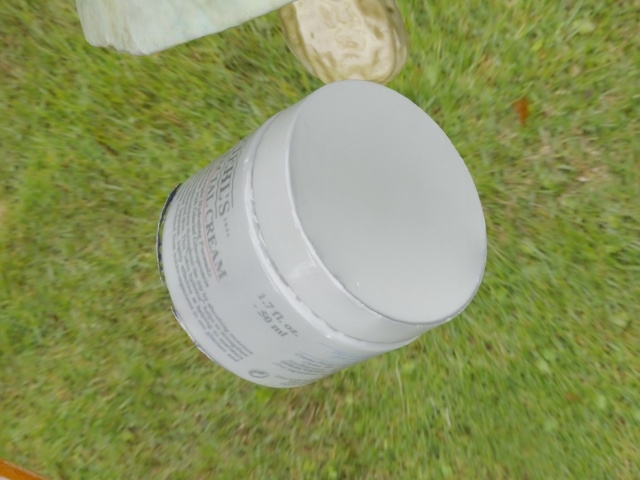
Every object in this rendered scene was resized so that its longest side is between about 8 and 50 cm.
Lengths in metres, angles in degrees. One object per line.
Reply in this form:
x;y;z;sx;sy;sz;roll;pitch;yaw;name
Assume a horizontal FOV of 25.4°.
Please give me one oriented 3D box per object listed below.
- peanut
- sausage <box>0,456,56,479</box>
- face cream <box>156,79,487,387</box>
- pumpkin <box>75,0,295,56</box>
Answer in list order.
0.002;-0.300;1.554;0.143;0.159;0.291;-22;80;-29;peanut
-0.222;0.145;0.773;0.312;0.093;0.093;27;94;-18;sausage
0.000;0.000;0.971;0.153;0.177;0.177;-29;91;43;face cream
0.021;-0.225;0.413;0.332;0.332;0.199;-31;110;4;pumpkin
